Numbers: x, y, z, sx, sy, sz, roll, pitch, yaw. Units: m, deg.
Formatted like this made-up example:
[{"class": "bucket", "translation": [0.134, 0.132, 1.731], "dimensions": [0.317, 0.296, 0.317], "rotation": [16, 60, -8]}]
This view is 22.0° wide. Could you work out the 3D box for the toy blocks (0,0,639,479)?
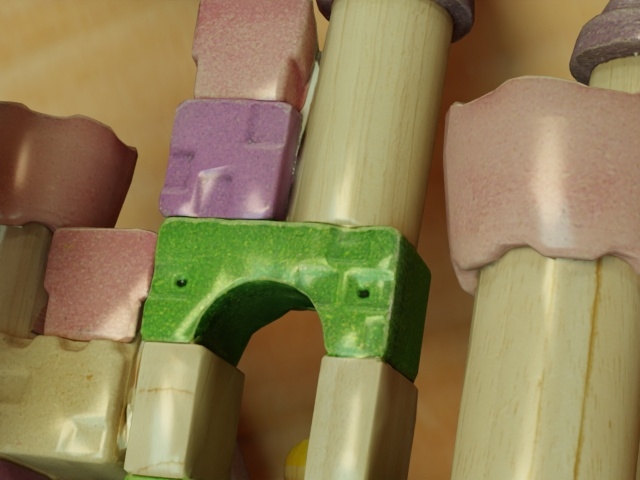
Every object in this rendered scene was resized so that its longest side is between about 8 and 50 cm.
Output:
[{"class": "toy blocks", "translation": [0.000, 0.000, 0.549], "dimensions": [0.289, 0.309, 0.260], "rotation": [2, 71, 21]}]
